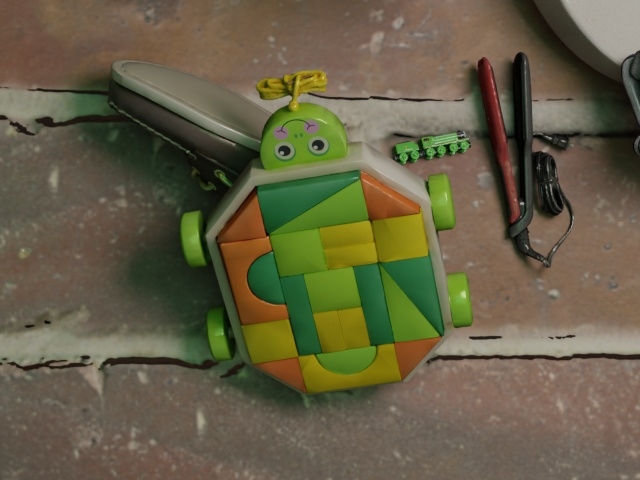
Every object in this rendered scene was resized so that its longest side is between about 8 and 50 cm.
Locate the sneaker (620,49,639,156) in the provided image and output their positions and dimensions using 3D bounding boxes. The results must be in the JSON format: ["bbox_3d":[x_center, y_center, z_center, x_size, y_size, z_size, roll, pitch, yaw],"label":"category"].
[{"bbox_3d":[0.391,-0.195,1.555,0.153,0.101,0.268,11,95,-20],"label":"sneaker"}]

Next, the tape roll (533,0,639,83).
[{"bbox_3d":[0.388,-0.346,1.634,0.392,0.072,0.392,-1,95,-16],"label":"tape roll"}]

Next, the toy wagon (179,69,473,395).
[{"bbox_3d":[0.000,0.000,1.528,0.267,0.068,0.344,-9,123,7],"label":"toy wagon"}]

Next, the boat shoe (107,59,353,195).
[{"bbox_3d":[-0.073,-0.083,1.584,0.324,0.116,0.096,23,114,-7],"label":"boat shoe"}]

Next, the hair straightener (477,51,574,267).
[{"bbox_3d":[0.228,-0.086,1.652,0.089,0.047,0.230,-11,90,-7],"label":"hair straightener"}]

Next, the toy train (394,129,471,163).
[{"bbox_3d":[0.118,-0.099,1.654,0.083,0.017,0.023,-12,79,-7],"label":"toy train"}]
